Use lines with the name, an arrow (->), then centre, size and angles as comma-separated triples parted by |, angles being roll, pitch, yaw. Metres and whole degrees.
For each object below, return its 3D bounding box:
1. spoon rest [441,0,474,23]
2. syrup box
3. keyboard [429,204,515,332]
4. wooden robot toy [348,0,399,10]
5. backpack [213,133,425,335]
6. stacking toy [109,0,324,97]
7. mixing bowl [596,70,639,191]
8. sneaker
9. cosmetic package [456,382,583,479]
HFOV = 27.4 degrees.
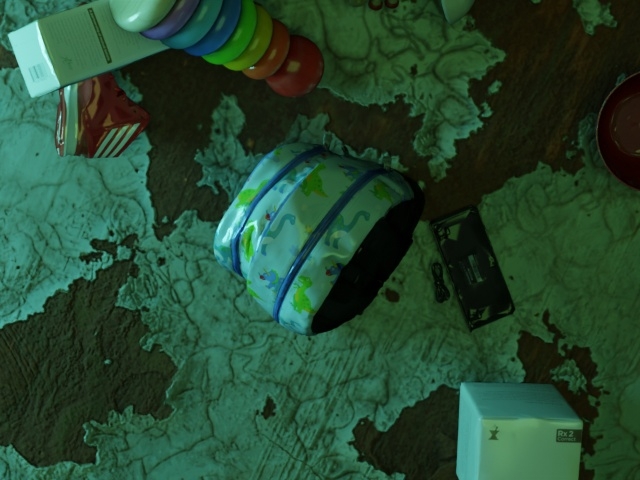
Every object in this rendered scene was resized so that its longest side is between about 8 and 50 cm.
spoon rest -> 0.182, -0.442, 1.841 | 0.084, 0.137, 0.276 | 2, 86, 16
syrup box -> -0.293, -0.280, 1.792 | 0.237, 0.093, 0.096 | -26, 101, -36
keyboard -> 0.215, 0.047, 1.972 | 0.108, 0.023, 0.180 | -22, 100, -5
wooden robot toy -> 0.080, -0.381, 1.875 | 0.173, 0.076, 0.079 | -8, 62, -18
backpack -> 0.000, 0.000, 1.786 | 0.273, 0.355, 0.290 | 38, 97, -7
stacking toy -> -0.121, -0.292, 1.793 | 0.330, 0.141, 0.141 | 23, 100, -40
mixing bowl -> 0.479, -0.163, 1.905 | 0.181, 0.098, 0.181 | 0, 100, -2
sneaker -> -0.308, -0.225, 1.886 | 0.128, 0.087, 0.221 | 6, 98, -22
cosmetic package -> 0.290, 0.307, 1.939 | 0.151, 0.184, 0.151 | 2, 100, -2
